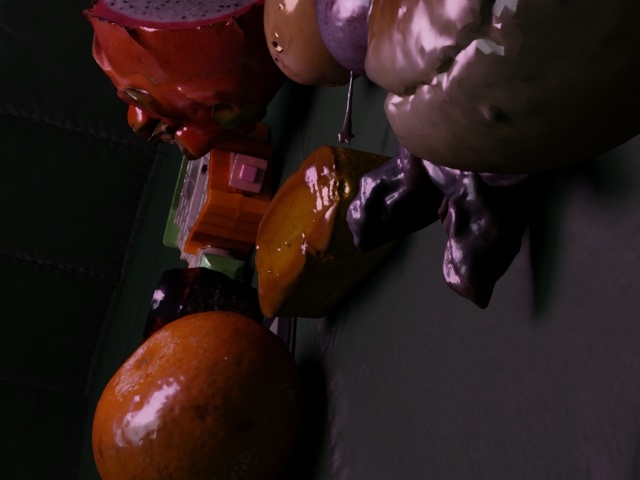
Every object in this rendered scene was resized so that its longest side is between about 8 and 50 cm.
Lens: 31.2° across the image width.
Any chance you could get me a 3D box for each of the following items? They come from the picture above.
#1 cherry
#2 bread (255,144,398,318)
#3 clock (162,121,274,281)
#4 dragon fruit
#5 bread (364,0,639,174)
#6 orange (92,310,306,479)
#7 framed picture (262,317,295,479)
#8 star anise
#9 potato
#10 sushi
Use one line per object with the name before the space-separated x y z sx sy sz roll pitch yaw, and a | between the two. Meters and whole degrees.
cherry | 0.055 -0.173 0.985 0.148 0.115 0.188 11 96 38
bread | 0.000 0.000 1.040 0.245 0.094 0.102 130 145 -61
clock | -0.133 -0.060 1.629 0.255 0.106 0.220 -139 63 -70
dragon fruit | -0.145 -0.246 1.499 0.305 0.305 0.226 -96 -5 -55
bread | 0.138 -0.184 0.490 0.192 0.171 0.314 170 113 -73
orange | -0.114 0.172 1.115 0.224 0.170 0.224 -35 20 15
framed picture | -0.092 0.239 1.328 0.347 0.016 0.265 120 158 -48
star anise | 0.090 -0.096 0.734 0.212 0.129 0.283 93 -171 -68
potato | 0.025 -0.258 1.125 0.150 0.146 0.234 48 128 37
sushi | -0.159 0.121 1.486 0.225 0.126 0.136 113 175 -58
